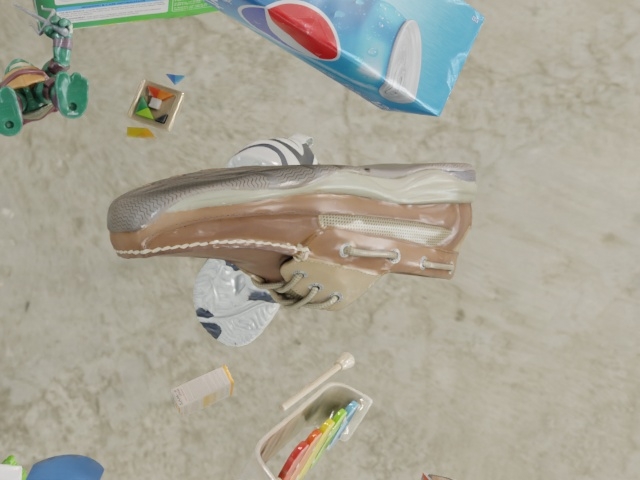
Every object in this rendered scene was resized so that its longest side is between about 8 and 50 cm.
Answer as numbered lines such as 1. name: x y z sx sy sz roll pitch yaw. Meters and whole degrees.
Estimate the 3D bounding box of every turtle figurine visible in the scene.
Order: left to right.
1. turtle figurine: -0.366 -0.200 0.968 0.175 0.234 0.118 -36 129 -10

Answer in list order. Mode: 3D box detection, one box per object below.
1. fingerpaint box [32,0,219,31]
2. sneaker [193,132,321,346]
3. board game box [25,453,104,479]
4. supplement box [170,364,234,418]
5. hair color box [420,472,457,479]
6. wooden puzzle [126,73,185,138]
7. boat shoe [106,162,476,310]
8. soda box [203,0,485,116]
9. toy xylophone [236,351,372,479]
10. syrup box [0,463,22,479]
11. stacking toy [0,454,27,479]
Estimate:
1. fingerpaint box: -0.253 -0.550 1.236 0.444 0.163 0.371 -11 74 -17
2. sneaker: -0.053 -0.010 0.831 0.094 0.153 0.235 18 120 17
3. board game box: -0.459 0.448 1.393 0.133 0.169 0.033 2 118 1
4. supplement box: -0.195 0.250 1.302 0.098 0.062 0.036 -22 65 -22
5. hair color box: 0.226 0.459 1.396 0.071 0.141 0.043 14 89 -9
6. wooden puzzle: -0.255 -0.209 1.226 0.078 0.014 0.116 13 81 0
7. boat shoe: 0.000 0.000 0.606 0.324 0.123 0.117 -4 96 -34
8. soda box: -0.007 -0.150 0.459 0.210 0.067 0.071 25 90 -30
9. toy xylophone: -0.024 0.320 1.280 0.322 0.081 0.236 -35 155 -48
10. syrup box: -0.425 0.394 0.946 0.093 0.096 0.237 13 53 -31
11. stacking toy: -0.617 0.393 1.374 0.052 0.167 0.221 -25 110 25
